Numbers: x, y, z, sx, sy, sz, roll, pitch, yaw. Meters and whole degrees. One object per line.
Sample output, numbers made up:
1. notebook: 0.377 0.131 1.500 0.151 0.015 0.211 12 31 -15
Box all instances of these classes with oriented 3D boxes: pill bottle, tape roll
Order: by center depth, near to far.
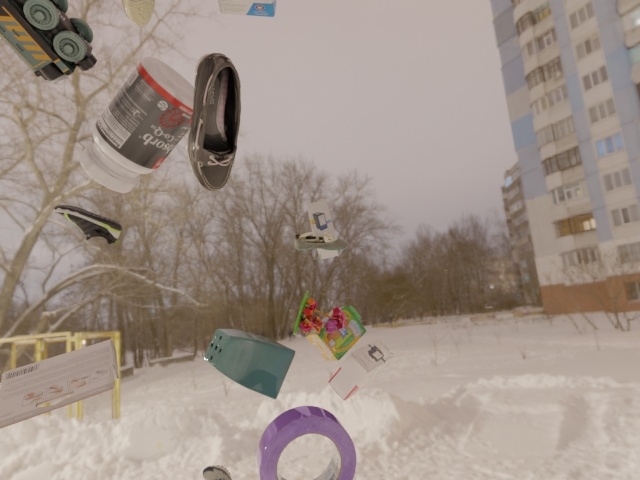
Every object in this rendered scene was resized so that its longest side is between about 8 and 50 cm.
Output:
1. tape roll: -0.040 0.620 1.281 0.274 0.275 0.090 -3 2 -14
2. pill bottle: -0.524 -0.329 1.324 0.363 0.210 0.210 -46 -24 14

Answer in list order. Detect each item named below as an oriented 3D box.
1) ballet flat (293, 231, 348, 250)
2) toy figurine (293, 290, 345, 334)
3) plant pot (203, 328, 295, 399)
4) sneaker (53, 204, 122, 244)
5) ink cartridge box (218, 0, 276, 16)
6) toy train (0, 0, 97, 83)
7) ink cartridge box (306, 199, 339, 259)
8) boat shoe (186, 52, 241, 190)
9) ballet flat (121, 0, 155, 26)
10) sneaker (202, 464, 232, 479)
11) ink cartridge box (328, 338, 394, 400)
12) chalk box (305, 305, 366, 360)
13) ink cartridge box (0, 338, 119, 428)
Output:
1. ballet flat: 0.000 0.000 1.717 0.213 0.068 0.072 -1 26 9
2. toy figurine: 0.006 0.273 1.564 0.159 0.173 0.130 15 -50 8
3. plant pot: -0.242 0.383 1.466 0.234 0.166 0.165 30 -13 -34
4. sneaker: -0.812 -0.049 1.568 0.234 0.097 0.084 22 2 -16
5. ink cartridge box: -0.181 -0.637 1.070 0.139 0.082 0.191 5 -22 1
6. toy train: -0.730 -0.557 1.129 0.190 0.142 0.334 -23 -44 10
7. ink cartridge box: 0.012 -0.046 1.942 0.093 0.213 0.154 -12 -21 2
8. boat shoe: -0.247 -0.262 1.066 0.112 0.335 0.095 -12 33 -33
9. ballet flat: -0.280 -0.417 0.680 0.057 0.168 0.052 9 12 2
10. sneaker: -0.245 0.627 1.149 0.052 0.135 0.058 -48 8 5
11. ink cartridge box: 0.165 0.503 1.772 0.237 0.100 0.172 -4 -46 -57
12. chalk box: 0.075 0.340 1.733 0.213 0.132 0.132 -41 3 -26
13. ink cartridge box: -0.725 0.410 1.259 0.296 0.066 0.261 -16 26 -21
